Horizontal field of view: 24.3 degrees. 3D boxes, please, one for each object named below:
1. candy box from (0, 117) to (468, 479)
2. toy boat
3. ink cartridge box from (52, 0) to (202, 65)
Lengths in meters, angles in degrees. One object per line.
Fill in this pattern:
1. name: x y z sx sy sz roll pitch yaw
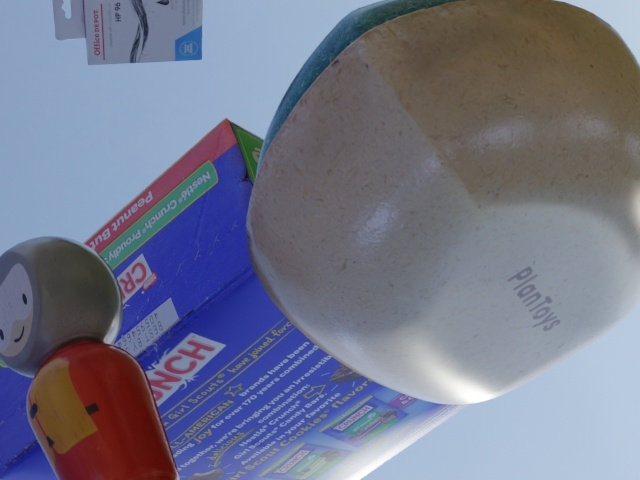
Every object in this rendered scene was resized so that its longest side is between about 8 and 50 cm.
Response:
1. candy box: -0.049 0.083 1.084 0.317 0.268 0.122 25 -147 -51
2. toy boat: 0.000 0.000 0.672 0.148 0.318 0.267 61 -179 31
3. ink cartridge box: -0.110 -0.127 0.847 0.028 0.083 0.048 -103 12 -45
